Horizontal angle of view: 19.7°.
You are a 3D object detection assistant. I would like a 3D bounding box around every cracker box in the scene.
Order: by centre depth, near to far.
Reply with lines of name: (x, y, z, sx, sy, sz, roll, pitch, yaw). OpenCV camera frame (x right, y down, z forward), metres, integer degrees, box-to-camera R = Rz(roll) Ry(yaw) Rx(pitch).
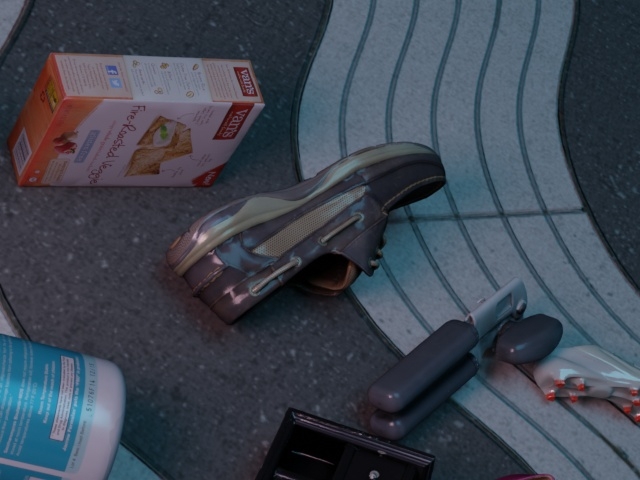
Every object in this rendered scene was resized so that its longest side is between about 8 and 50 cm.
cracker box: (-0.196, -0.124, 1.946, 0.232, 0.155, 0.067, -2, 58, -30)

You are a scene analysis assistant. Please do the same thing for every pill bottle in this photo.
pill bottle: (-0.320, 0.151, 1.671, 0.264, 0.146, 0.146, 16, 50, -19)

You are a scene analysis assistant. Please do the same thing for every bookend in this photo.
bookend: (0.012, 0.263, 1.795, 0.156, 0.072, 0.157, 18, 46, 10)

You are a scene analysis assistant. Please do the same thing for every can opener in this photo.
can opener: (0.158, 0.127, 2.001, 0.093, 0.074, 0.280, 20, 37, 38)

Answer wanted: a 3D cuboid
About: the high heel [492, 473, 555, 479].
high heel: (0.129, 0.297, 1.837, 0.244, 0.117, 0.082, -12, 63, -36)

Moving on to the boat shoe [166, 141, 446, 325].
boat shoe: (0.000, 0.000, 2.002, 0.355, 0.132, 0.130, -23, 79, -30)

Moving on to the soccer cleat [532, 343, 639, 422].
soccer cleat: (0.335, 0.155, 2.102, 0.196, 0.068, 0.076, 13, 48, -18)
